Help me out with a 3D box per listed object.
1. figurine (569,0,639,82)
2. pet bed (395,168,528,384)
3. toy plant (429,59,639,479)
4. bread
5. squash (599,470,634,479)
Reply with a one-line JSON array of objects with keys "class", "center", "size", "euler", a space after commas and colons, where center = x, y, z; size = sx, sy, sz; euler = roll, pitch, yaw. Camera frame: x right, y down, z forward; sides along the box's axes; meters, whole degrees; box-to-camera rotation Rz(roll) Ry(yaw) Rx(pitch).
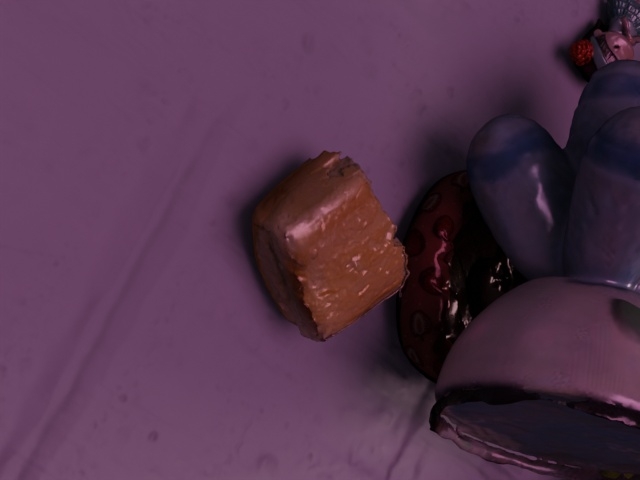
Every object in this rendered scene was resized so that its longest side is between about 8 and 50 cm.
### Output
[{"class": "figurine", "center": [0.261, -0.185, 1.605], "size": [0.106, 0.047, 0.060], "euler": [-56, 131, -22]}, {"class": "pet bed", "center": [0.141, 0.032, 1.530], "size": [0.201, 0.053, 0.201], "euler": [-2, 93, -42]}, {"class": "toy plant", "center": [0.226, 0.012, 1.441], "size": [0.247, 0.247, 0.332], "euler": [26, 69, -35]}, {"class": "bread", "center": [0.001, 0.001, 1.407], "size": [0.106, 0.082, 0.125], "euler": [-33, 123, -19]}, {"class": "squash", "center": [0.284, 0.265, 1.606], "size": [0.247, 0.132, 0.132], "euler": [-31, 111, -32]}]
